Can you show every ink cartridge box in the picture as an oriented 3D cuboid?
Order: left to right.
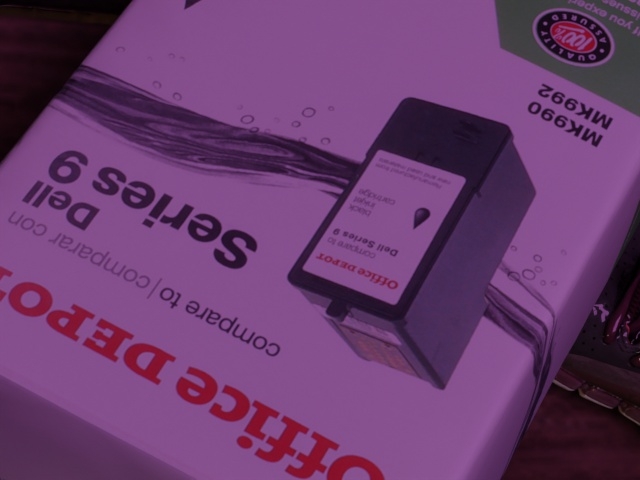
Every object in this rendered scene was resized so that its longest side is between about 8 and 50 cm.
[{"bbox_3d":[0.000,0.000,0.710,0.211,0.121,0.289,26,58,11],"label":"ink cartridge box"}]

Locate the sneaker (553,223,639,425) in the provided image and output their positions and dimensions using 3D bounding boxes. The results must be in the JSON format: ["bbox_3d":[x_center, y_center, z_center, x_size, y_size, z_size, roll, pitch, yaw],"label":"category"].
[{"bbox_3d":[0.210,0.053,0.871,0.281,0.162,0.106,39,68,-20],"label":"sneaker"}]
